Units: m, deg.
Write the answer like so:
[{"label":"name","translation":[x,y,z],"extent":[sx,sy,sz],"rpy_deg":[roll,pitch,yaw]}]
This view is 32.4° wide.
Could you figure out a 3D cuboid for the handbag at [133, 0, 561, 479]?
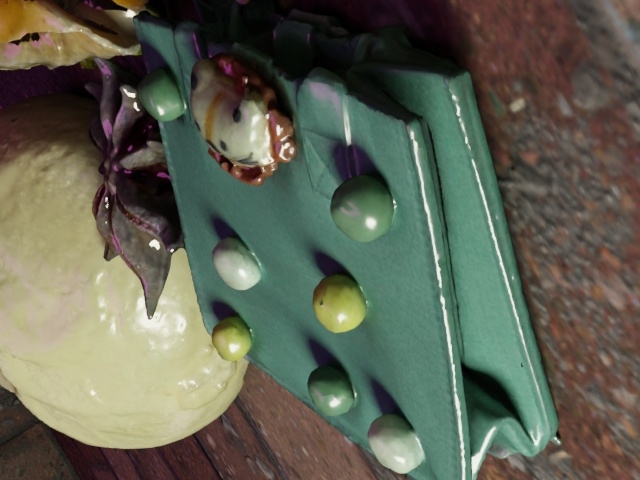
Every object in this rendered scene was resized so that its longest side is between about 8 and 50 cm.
[{"label":"handbag","translation":[-0.003,0.004,0.639],"extent":[0.269,0.100,0.274],"rpy_deg":[32,146,47]}]

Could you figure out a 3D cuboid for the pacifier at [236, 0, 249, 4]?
[{"label":"pacifier","translation":[-0.052,-0.162,0.578],"extent":[0.083,0.064,0.068],"rpy_deg":[-23,81,66]}]

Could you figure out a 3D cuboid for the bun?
[{"label":"bun","translation":[-0.238,0.051,1.038],"extent":[0.364,0.202,0.364],"rpy_deg":[42,153,28]}]

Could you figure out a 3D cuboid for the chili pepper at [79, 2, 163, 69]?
[{"label":"chili pepper","translation":[-0.160,-0.160,0.831],"extent":[0.049,0.043,0.208],"rpy_deg":[37,171,-24]}]

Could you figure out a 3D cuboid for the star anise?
[{"label":"star anise","translation":[-0.133,-0.043,0.818],"extent":[0.204,0.061,0.180],"rpy_deg":[37,126,55]}]

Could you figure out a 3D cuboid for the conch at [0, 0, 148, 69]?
[{"label":"conch","translation":[-0.264,-0.248,0.737],"extent":[0.352,0.210,0.297],"rpy_deg":[9,155,9]}]
